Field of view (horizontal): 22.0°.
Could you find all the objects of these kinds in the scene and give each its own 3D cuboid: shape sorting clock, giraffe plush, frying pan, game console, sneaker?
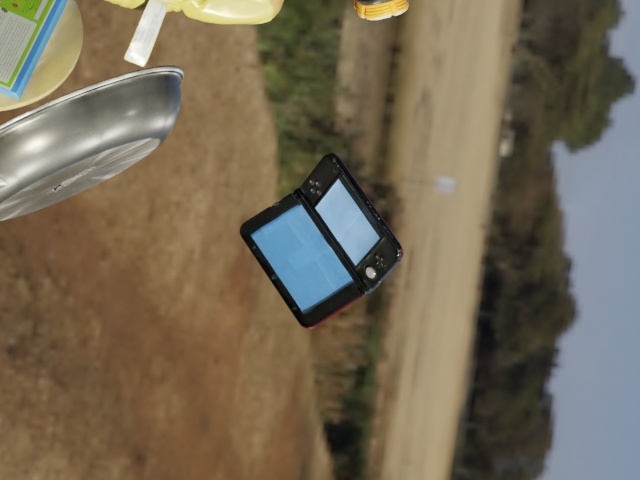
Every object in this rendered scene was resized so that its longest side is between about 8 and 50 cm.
[{"bbox_3d":[-0.331,-0.208,1.579,0.040,0.206,0.206,125,-20,-54],"label":"shape sorting clock"},{"bbox_3d":[-0.127,-0.267,1.485,0.210,0.181,0.170,-50,-157,5],"label":"giraffe plush"},{"bbox_3d":[-0.189,-0.060,1.053,0.053,0.197,0.326,64,11,3],"label":"frying pan"},{"bbox_3d":[0.000,0.000,1.781,0.085,0.144,0.124,-24,163,-37],"label":"game console"},{"bbox_3d":[0.050,-0.345,1.974,0.215,0.084,0.083,-123,-164,-52],"label":"sneaker"}]
